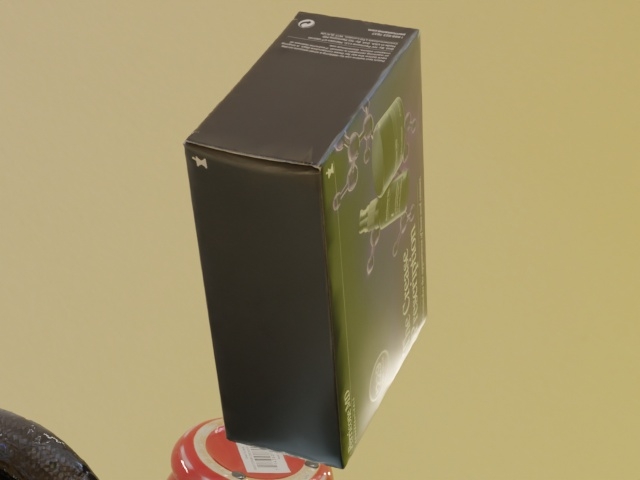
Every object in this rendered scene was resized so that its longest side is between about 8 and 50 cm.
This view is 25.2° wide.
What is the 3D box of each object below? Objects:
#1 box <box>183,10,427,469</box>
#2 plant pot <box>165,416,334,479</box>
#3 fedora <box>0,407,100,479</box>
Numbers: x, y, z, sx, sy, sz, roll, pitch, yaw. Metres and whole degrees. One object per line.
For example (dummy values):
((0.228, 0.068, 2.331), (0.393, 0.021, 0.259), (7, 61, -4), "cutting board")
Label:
((0.000, 0.000, 1.012), (0.184, 0.103, 0.261), (-53, -32, -45), "box")
((-0.085, 0.288, 1.480), (0.191, 0.191, 0.174), (-2, -64, -26), "plant pot")
((-0.229, 0.285, 1.043), (0.334, 0.334, 0.152), (-59, -19, 8), "fedora")
